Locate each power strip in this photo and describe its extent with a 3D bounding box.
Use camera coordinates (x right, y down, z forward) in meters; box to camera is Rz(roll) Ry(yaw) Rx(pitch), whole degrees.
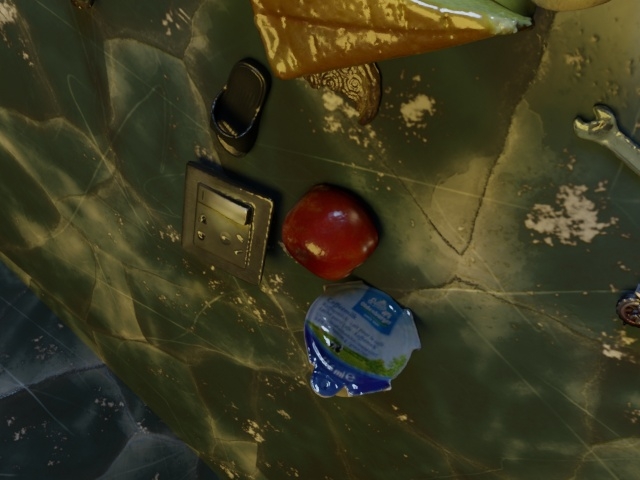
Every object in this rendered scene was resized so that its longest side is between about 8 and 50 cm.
[{"bbox_3d":[-0.223,-0.048,1.407,0.257,0.092,0.251,26,129,20],"label":"power strip"}]

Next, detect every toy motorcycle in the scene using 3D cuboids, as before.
[{"bbox_3d":[0.603,0.142,0.932,0.215,0.080,0.122,32,139,18],"label":"toy motorcycle"}]

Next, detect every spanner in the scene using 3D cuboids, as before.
[{"bbox_3d":[0.504,-0.094,0.848,0.302,0.017,0.071,41,139,1],"label":"spanner"}]

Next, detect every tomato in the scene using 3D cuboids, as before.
[{"bbox_3d":[0.000,0.000,1.236,0.200,0.139,0.233,45,141,7],"label":"tomato"}]

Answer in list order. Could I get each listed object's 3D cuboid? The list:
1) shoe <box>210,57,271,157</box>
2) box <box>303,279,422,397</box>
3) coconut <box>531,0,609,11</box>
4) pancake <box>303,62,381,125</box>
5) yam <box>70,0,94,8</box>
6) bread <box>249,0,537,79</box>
[{"bbox_3d":[-0.183,-0.262,1.187,0.108,0.093,0.241,36,138,4],"label":"shoe"},{"bbox_3d":[0.067,0.274,1.336,0.262,0.291,0.206,29,149,9],"label":"box"},{"bbox_3d":[0.296,-0.370,0.659,0.170,0.171,0.183,9,132,33],"label":"coconut"},{"bbox_3d":[0.024,-0.297,1.047,0.190,0.020,0.184,12,132,31],"label":"pancake"},{"bbox_3d":[-0.485,-0.595,1.159,0.061,0.061,0.253,37,140,6],"label":"yam"},{"bbox_3d":[0.100,-0.370,0.768,0.361,0.233,0.245,3,125,31],"label":"bread"}]
